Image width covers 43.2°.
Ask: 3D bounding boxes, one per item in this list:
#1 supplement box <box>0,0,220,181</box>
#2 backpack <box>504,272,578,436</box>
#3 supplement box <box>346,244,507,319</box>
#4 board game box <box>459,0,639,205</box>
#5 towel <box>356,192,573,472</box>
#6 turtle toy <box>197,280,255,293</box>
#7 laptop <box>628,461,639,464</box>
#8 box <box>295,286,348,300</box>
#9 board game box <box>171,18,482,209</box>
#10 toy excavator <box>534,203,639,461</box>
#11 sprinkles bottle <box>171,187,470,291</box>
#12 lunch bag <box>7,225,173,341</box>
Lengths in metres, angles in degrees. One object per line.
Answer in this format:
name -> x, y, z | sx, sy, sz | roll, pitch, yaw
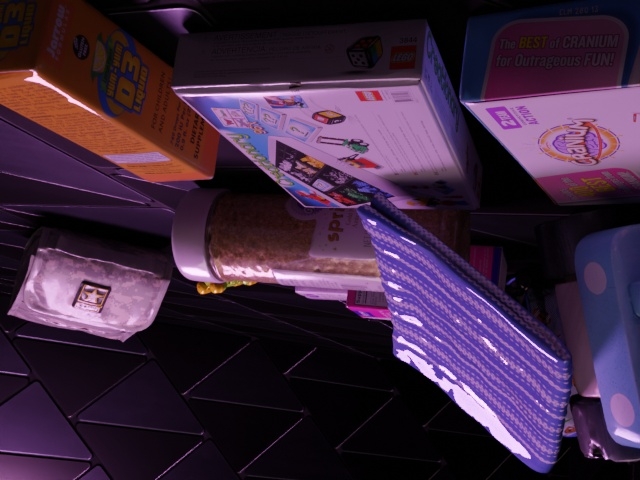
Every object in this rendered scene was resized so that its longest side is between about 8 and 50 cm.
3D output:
supplement box -> -0.173, -0.119, 0.662 | 0.080, 0.078, 0.233 | 1, 166, 27
backpack -> 0.365, 0.201, 1.347 | 0.213, 0.264, 0.276 | 0, 168, -6
supplement box -> 0.160, 0.064, 1.211 | 0.219, 0.114, 0.111 | 5, 168, 18
board game box -> 0.287, -0.091, 0.548 | 0.316, 0.064, 0.242 | 0, 165, 31
towel -> 0.147, 0.113, 0.829 | 0.243, 0.040, 0.336 | 41, 165, 30
turtle toy -> -0.180, 0.056, 1.464 | 0.095, 0.066, 0.130 | -13, -176, -36
laptop -> 0.671, 0.211, 1.425 | 0.381, 0.236, 0.408 | -20, 137, 1
box -> 0.114, 0.069, 1.362 | 0.323, 0.067, 0.063 | 2, 166, 27
board game box -> 0.027, -0.093, 0.712 | 0.192, 0.053, 0.305 | 2, 166, 19
toy excavator -> 0.325, 0.058, 0.585 | 0.432, 0.223, 0.445 | -8, 174, -22
sprinkles bottle -> 0.000, 0.000, 0.990 | 0.355, 0.121, 0.121 | 3, 167, 18
lunch bag -> -0.420, 0.074, 1.469 | 0.235, 0.169, 0.287 | 16, 157, -23
